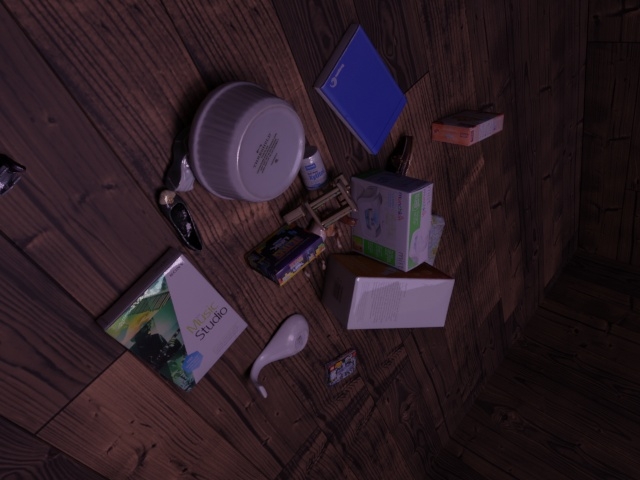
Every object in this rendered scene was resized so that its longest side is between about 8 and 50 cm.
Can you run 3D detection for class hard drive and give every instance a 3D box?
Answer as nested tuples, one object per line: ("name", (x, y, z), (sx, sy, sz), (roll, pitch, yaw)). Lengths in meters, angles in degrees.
("hard drive", (0.128, -0.424, 1.357), (0.318, 0.040, 0.210), (38, 80, -48))

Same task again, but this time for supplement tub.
("supplement tub", (-0.024, -0.197, 1.282), (0.071, 0.071, 0.107), (-44, 134, -23))

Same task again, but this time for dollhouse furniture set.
("dollhouse furniture set", (0.010, -0.093, 1.334), (0.182, 0.161, 0.101), (-30, 103, 16))

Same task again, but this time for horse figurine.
("horse figurine", (0.000, 0.000, 1.400), (0.263, 0.066, 0.174), (-50, 142, -14))

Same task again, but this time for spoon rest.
("spoon rest", (-0.125, 0.340, 1.428), (0.276, 0.084, 0.137), (-50, 139, -36))

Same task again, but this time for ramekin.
("ramekin", (-0.149, -0.209, 1.049), (0.273, 0.127, 0.273), (-33, 135, -41))

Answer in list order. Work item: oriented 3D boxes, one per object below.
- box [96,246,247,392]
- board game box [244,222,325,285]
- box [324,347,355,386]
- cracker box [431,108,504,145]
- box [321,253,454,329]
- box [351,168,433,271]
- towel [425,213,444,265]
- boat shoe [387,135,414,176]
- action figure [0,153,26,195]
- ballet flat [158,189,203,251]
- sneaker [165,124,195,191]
("box", (-0.342, 0.202, 1.144), (0.232, 0.058, 0.322), (-49, 135, -19))
("board game box", (-0.096, 0.031, 1.257), (0.170, 0.141, 0.048), (-40, 132, -27))
("box", (0.073, 0.464, 1.710), (0.137, 0.027, 0.094), (-22, 121, -38))
("cracker box", (0.532, -0.412, 1.691), (0.232, 0.155, 0.067), (-28, 126, -35))
("box", (0.209, 0.159, 1.488), (0.345, 0.215, 0.168), (3, 105, -23))
("box", (0.221, -0.069, 1.471), (0.126, 0.231, 0.262), (-24, 124, -37))
("towel", (0.312, 0.073, 1.740), (0.320, 0.090, 0.375), (2, 106, -49))
("boat shoe", (0.258, -0.247, 1.549), (0.073, 0.073, 0.207), (10, 96, -7))
("action figure", (-0.605, -0.028, 0.744), (0.285, 0.099, 0.185), (-57, 146, -5))
("ballet flat", (-0.312, -0.046, 1.068), (0.057, 0.049, 0.173), (-44, 134, -24))
("sneaker", (-0.294, -0.180, 1.034), (0.061, 0.053, 0.152), (5, 106, -64))
